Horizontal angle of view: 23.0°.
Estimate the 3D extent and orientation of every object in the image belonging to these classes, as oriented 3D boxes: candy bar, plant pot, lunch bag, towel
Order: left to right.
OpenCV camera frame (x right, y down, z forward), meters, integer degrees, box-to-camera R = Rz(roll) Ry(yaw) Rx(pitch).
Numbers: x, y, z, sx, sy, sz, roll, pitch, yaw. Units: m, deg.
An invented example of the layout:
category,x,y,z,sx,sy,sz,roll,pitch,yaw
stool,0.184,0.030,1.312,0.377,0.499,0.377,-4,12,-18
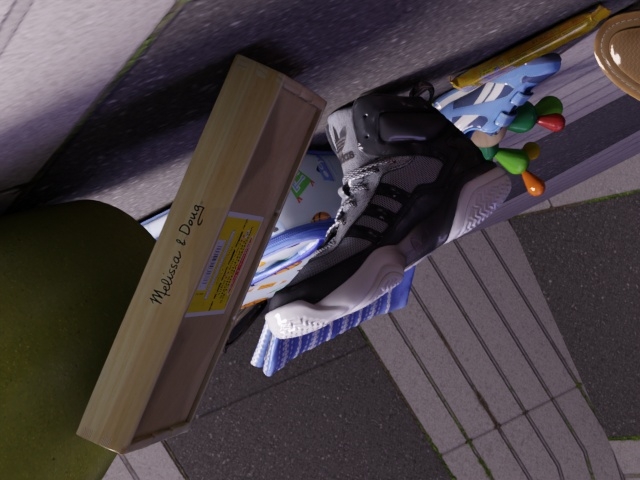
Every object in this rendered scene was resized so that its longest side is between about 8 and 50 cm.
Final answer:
category,x,y,z,sx,sy,sz,roll,pitch,yaw
plant pot,-0.239,0.099,1.148,0.275,0.275,0.293,-29,-171,47
lunch bag,-0.101,0.013,1.567,0.303,0.115,0.243,-27,172,25
towel,0.052,0.013,1.837,0.336,0.040,0.243,-23,138,-58
candy bar,0.190,-0.174,1.443,0.161,0.018,0.040,-25,172,20

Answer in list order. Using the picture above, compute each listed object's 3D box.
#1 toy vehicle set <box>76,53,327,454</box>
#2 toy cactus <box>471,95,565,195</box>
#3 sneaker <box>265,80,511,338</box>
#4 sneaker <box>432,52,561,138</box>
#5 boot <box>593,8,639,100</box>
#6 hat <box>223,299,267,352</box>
category,x,y,z,sx,sy,sz,roll,pitch,yaw
toy vehicle set,-0.075,0.011,1.079,0.166,0.035,0.267,13,100,-80
toy cactus,0.179,-0.103,1.732,0.219,0.112,0.180,-21,162,-4
sneaker,0.031,-0.033,1.372,0.268,0.153,0.101,-34,-179,-26
sneaker,0.177,-0.138,1.539,0.144,0.059,0.053,-27,172,29
boot,0.413,-0.216,1.600,0.283,0.109,0.220,3,-150,3
hat,-0.156,0.086,1.836,0.331,0.134,0.331,-49,-177,3
